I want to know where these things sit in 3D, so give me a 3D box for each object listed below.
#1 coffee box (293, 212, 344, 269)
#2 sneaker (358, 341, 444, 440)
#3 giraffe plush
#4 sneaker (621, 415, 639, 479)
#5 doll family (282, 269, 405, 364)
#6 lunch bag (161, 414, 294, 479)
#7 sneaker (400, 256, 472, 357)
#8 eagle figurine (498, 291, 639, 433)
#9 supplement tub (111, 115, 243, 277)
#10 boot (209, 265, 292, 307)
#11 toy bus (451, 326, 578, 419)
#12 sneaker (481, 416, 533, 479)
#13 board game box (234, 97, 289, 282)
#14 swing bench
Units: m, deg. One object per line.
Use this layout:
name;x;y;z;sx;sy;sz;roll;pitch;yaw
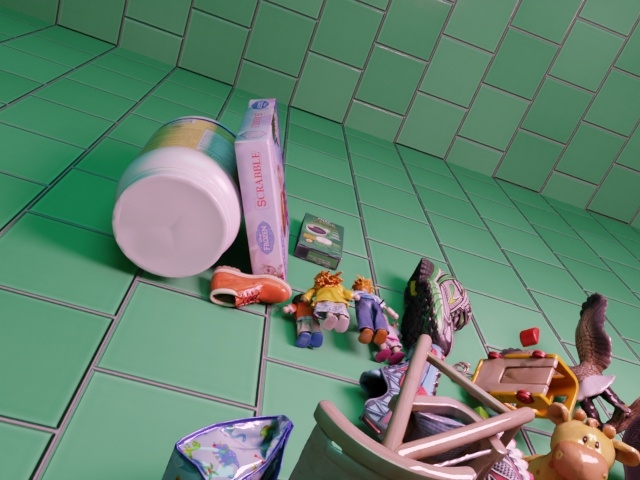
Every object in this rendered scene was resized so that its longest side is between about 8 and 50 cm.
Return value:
coffee box;0.000;0.000;1.430;0.113;0.040;0.184;20;25;-6
sneaker;0.134;0.237;0.989;0.125;0.104;0.262;23;24;8
giraffe plush;0.379;0.351;0.873;0.182;0.170;0.210;20;25;-4
sneaker;0.561;0.439;0.916;0.178;0.123;0.295;39;47;0
doll family;0.062;0.129;1.126;0.263;0.118;0.163;16;27;-17
lunch bag;-0.106;0.277;0.680;0.096;0.128;0.151;40;28;25
sneaker;0.263;0.144;1.242;0.147;0.134;0.343;24;24;2
eagle figurine;0.514;0.256;1.169;0.227;0.225;0.298;-3;43;-18
supplement tub;-0.268;-0.095;1.168;0.241;0.240;0.331;17;26;-10
boot;-0.133;0.102;1.106;0.158;0.059;0.084;10;29;-5
toy bus;0.362;0.271;1.065;0.104;0.191;0.202;46;14;-18
sneaker;0.236;0.346;0.795;0.112;0.120;0.299;4;18;-27
board game box;-0.114;-0.106;1.229;0.066;0.318;0.318;-4;28;1
swing bench;0.080;0.283;0.669;0.165;0.253;0.255;35;28;25
